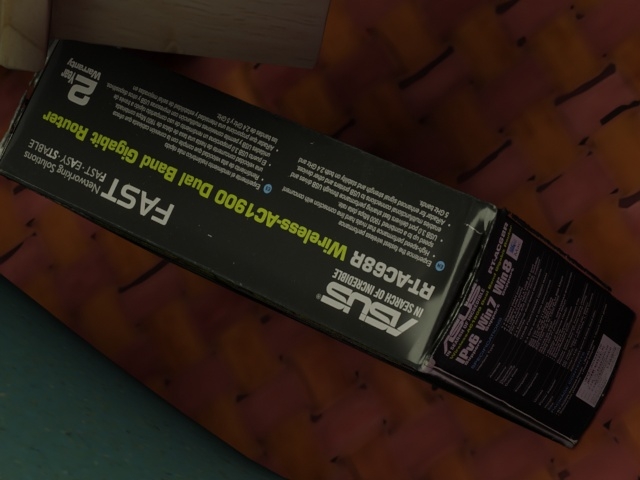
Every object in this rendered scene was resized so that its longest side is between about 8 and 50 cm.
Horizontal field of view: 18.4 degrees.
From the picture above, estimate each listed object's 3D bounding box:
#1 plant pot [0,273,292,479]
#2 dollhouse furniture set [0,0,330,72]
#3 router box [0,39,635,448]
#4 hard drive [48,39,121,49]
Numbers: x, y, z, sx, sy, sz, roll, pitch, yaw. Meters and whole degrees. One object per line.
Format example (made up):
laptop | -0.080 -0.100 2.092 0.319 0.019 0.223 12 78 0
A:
plant pot | -0.132 0.104 0.407 0.255 0.271 0.271 16 83 14
dollhouse furniture set | -0.055 -0.261 0.339 0.174 0.355 0.303 6 48 -7
router box | 0.000 0.000 0.451 0.122 0.092 0.038 24 87 30
hard drive | -0.106 -0.178 0.538 0.172 0.054 0.254 11 78 -5
